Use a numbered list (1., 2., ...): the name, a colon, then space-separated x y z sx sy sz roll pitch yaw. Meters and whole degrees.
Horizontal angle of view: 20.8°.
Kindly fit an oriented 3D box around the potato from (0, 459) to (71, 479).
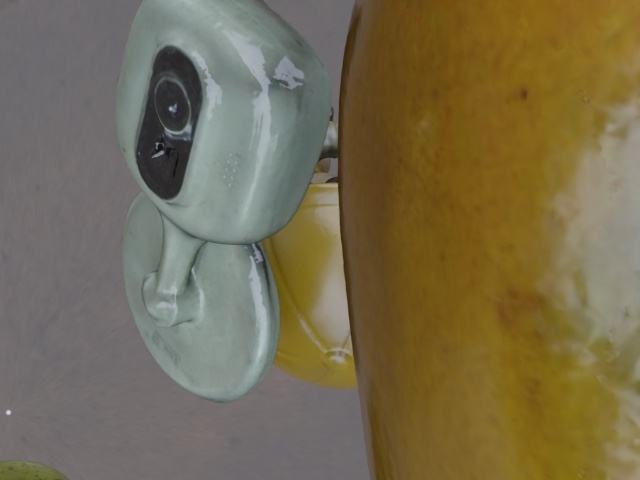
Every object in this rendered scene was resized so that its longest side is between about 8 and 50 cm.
1. potato: -0.251 0.297 1.488 0.197 0.148 0.228 -16 68 1

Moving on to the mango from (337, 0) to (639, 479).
1. mango: 0.122 -0.009 0.775 0.232 0.300 0.446 -1 116 -24

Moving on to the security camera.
1. security camera: -0.082 -0.019 1.118 0.080 0.301 0.157 -20 49 -40

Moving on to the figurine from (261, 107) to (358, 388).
1. figurine: -0.004 0.003 1.321 0.167 0.257 0.192 -42 131 3
